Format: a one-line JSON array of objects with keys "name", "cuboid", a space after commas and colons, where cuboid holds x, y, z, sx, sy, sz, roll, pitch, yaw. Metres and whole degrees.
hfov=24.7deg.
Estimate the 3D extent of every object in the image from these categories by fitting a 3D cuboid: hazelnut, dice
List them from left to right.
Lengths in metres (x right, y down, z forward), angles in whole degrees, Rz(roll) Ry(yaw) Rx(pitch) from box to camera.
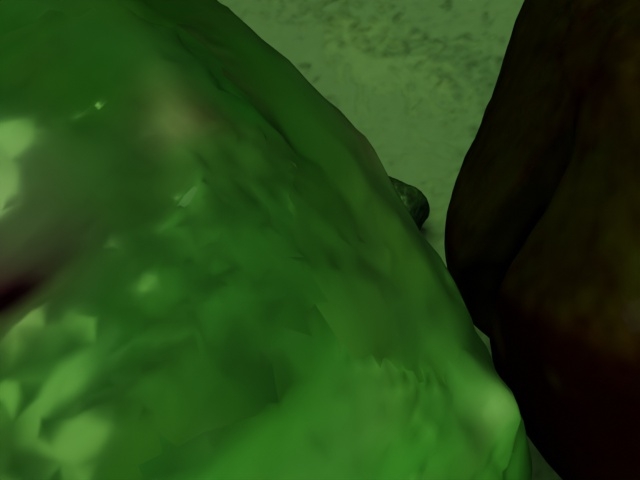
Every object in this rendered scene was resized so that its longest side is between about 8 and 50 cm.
[{"name": "dice", "cuboid": [-0.137, 0.089, 0.495, 0.330, 0.318, 0.322, -38, 54, -15]}, {"name": "hazelnut", "cuboid": [0.160, -0.012, 0.550, 0.217, 0.217, 0.252, -11, 51, 11]}]

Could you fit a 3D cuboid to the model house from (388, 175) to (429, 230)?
[{"name": "model house", "cuboid": [0.000, 0.000, 0.675, 0.078, 0.066, 0.083, 16, 63, 23]}]
